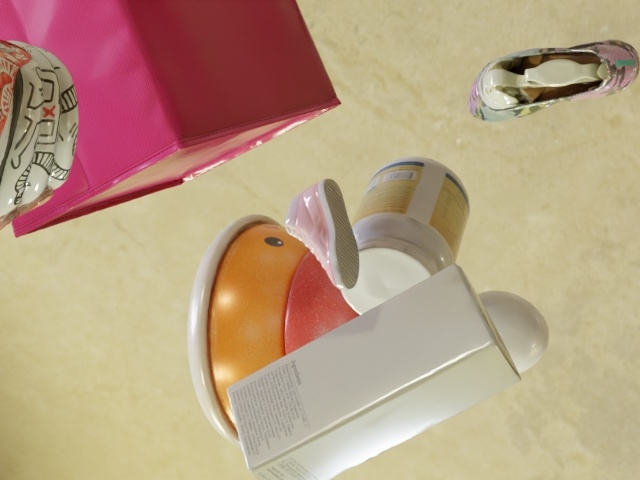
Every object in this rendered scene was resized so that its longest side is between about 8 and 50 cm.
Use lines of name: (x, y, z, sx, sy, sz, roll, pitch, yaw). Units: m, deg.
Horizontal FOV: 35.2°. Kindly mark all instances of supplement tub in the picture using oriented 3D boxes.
supplement tub: (0.107, -0.001, 1.289, 0.144, 0.199, 0.144, 10, 128, 13)

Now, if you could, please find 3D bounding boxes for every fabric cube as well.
fabric cube: (-0.185, -0.185, 0.982, 0.259, 0.254, 0.258, -22, 93, 36)

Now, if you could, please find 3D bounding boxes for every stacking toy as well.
stacking toy: (0.086, 0.129, 1.430, 0.480, 0.350, 0.350, -2, 125, 24)

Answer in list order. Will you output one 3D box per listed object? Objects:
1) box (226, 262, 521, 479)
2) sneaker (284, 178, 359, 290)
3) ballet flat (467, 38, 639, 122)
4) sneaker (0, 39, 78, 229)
box: (0.050, 0.145, 1.017, 0.275, 0.113, 0.094, -28, 139, 9)
sneaker: (0.000, 0.000, 1.191, 0.070, 0.051, 0.134, -20, 78, 32)
ballet flat: (0.237, -0.178, 1.107, 0.222, 0.079, 0.076, -5, 90, 44)
sneaker: (-0.226, 0.007, 0.570, 0.090, 0.145, 0.270, 34, 111, 16)
